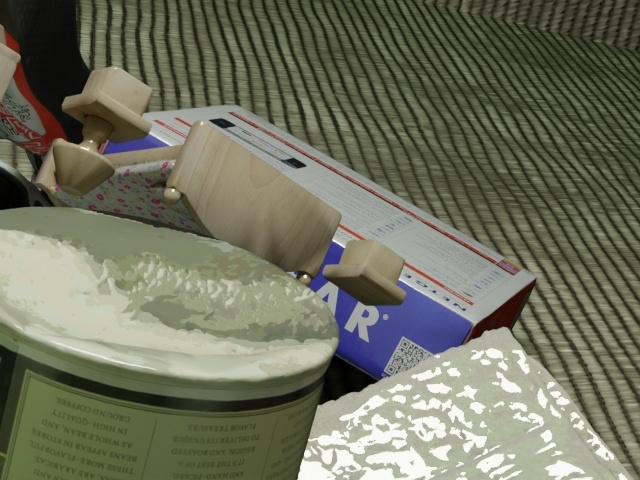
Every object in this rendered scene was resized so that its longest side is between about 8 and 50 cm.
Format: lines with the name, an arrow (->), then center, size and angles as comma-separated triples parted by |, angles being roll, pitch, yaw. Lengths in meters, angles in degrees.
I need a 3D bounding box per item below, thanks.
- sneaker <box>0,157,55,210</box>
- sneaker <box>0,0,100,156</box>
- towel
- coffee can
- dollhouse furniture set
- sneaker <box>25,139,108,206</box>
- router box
sneaker -> -0.287, -0.037, 1.677 | 0.262, 0.099, 0.121 | 29, 16, 30
sneaker -> -0.252, -0.148, 1.426 | 0.145, 0.090, 0.270 | 16, -22, 13
towel -> 0.050, 0.169, 1.193 | 0.282, 0.049, 0.187 | -20, 50, -19
coffee can -> -0.120, 0.147, 0.979 | 0.202, 0.275, 0.201 | 14, 19, -5
dollhouse furniture set -> -0.176, 0.016, 1.393 | 0.355, 0.173, 0.303 | 33, -21, -31
sneaker -> -0.208, -0.060, 1.704 | 0.112, 0.120, 0.299 | 13, -11, 13
router box -> 0.000, 0.000, 1.645 | 0.335, 0.082, 0.301 | 30, 13, 11
